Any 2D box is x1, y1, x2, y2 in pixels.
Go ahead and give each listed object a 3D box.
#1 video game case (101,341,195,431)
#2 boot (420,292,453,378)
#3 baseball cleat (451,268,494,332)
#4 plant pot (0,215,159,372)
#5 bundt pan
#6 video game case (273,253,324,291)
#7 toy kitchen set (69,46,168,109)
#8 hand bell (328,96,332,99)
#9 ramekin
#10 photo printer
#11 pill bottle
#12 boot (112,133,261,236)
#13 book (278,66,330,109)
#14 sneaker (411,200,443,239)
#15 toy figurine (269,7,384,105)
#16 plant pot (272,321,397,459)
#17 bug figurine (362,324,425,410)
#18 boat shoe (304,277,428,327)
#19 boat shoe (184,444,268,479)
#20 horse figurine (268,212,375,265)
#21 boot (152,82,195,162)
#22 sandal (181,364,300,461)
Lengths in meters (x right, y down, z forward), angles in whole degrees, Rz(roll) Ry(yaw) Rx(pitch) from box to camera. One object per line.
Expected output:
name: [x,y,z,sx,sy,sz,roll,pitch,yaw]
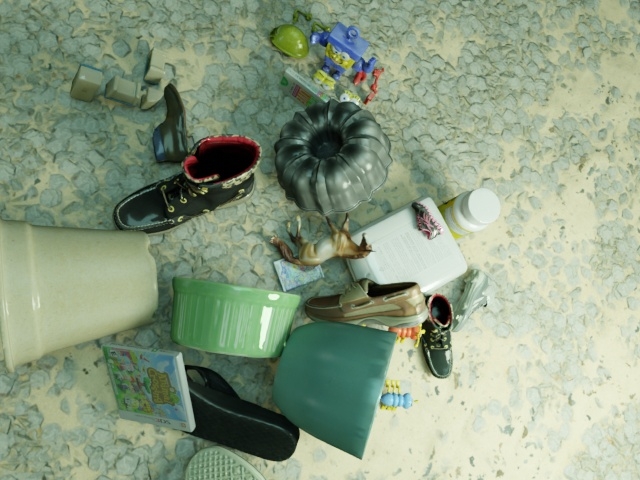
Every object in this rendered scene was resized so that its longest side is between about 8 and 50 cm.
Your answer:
video game case: [-0.386,0.330,1.211,0.193,0.023,0.213,4,115,16]
boot: [0.316,0.256,1.445,0.085,0.178,0.237,-6,78,5]
baseball cleat: [0.447,0.188,1.562,0.109,0.072,0.206,32,77,-17]
plant pot: [-0.536,0.097,1.199,0.305,0.334,0.334,-6,80,-28]
bundt pan: [0.023,-0.240,1.428,0.330,0.124,0.331,-6,65,13]
video game case: [-0.059,0.081,1.474,0.122,0.011,0.087,-19,84,-18]
toy kitchen set: [-0.529,-0.443,1.421,0.207,0.122,0.166,13,74,-34]
hand bell: [0.071,-0.317,1.565,0.126,0.126,0.242,-21,72,-19]
ramekin: [-0.206,0.181,1.266,0.303,0.303,0.148,10,83,-13]
photo printer: [0.228,0.047,1.511,0.307,0.107,0.256,-27,87,-19]
pill bottle: [0.412,-0.073,1.534,0.119,0.208,0.119,3,77,-15]
boot: [-0.319,-0.131,1.301,0.377,0.284,0.138,-17,83,-19]
book: [-0.046,-0.425,1.542,0.144,0.096,0.035,36,72,-5]
sneaker: [0.282,-0.052,1.469,0.057,0.047,0.119,-38,89,-8]
toy figurine: [0.052,-0.575,1.539,0.362,0.217,0.191,35,71,-6]
plant pot: [0.027,0.321,1.247,0.235,0.293,0.293,15,73,12]
bug figurine: [0.164,0.326,1.411,0.216,0.072,0.279,4,97,-8]
boat shoe: [0.113,0.151,1.386,0.324,0.123,0.116,-4,108,18]
boat shoe: [-0.121,0.684,1.256,0.500,0.156,0.187,40,76,8]
horse figurine: [0.000,0.000,1.442,0.263,0.066,0.175,-20,76,8]
boot: [-0.407,-0.308,1.424,0.106,0.082,0.219,-16,85,-21]
sandal: [-0.259,0.393,1.291,0.445,0.168,0.107,26,31,-4]
